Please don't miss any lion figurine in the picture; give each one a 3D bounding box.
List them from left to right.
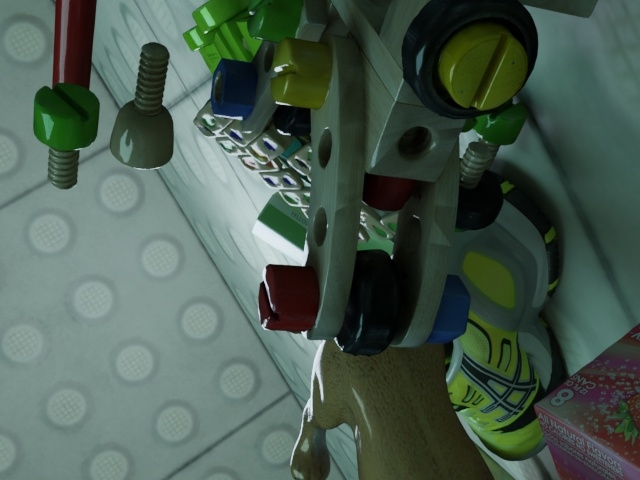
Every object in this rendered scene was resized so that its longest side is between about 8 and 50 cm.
[{"bbox_3d":[0.067,0.151,0.478,0.392,0.142,0.240,56,158,26],"label":"lion figurine"}]

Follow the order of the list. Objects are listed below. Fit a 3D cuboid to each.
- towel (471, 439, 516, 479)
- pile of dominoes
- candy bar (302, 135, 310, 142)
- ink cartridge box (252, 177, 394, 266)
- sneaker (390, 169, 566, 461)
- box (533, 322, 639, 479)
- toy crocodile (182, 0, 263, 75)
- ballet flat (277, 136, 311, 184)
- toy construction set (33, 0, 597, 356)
[{"bbox_3d":[0.267,0.346,0.837,0.317,0.053,0.332,47,174,-38],"label":"towel"},{"bbox_3d":[-0.018,-0.067,0.817,0.251,0.040,0.196,39,154,-16],"label":"pile of dominoes"},{"bbox_3d":[-0.015,-0.107,1.031,0.040,0.018,0.161,33,153,57],"label":"candy bar"},{"bbox_3d":[0.000,0.000,1.002,0.171,0.056,0.235,35,170,-3],"label":"ink cartridge box"},{"bbox_3d":[0.134,0.103,0.733,0.145,0.147,0.384,40,160,44],"label":"sneaker"},{"bbox_3d":[0.270,0.148,0.374,0.142,0.154,0.300,63,165,-24],"label":"box"},{"bbox_3d":[-0.078,-0.217,0.870,0.115,0.105,0.340,60,170,-13],"label":"toy crocodile"},{"bbox_3d":[-0.021,-0.101,0.982,0.168,0.057,0.052,46,-178,5],"label":"ballet flat"},{"bbox_3d":[-0.006,-0.112,0.426,0.309,0.257,0.237,19,131,-1],"label":"toy construction set"}]
